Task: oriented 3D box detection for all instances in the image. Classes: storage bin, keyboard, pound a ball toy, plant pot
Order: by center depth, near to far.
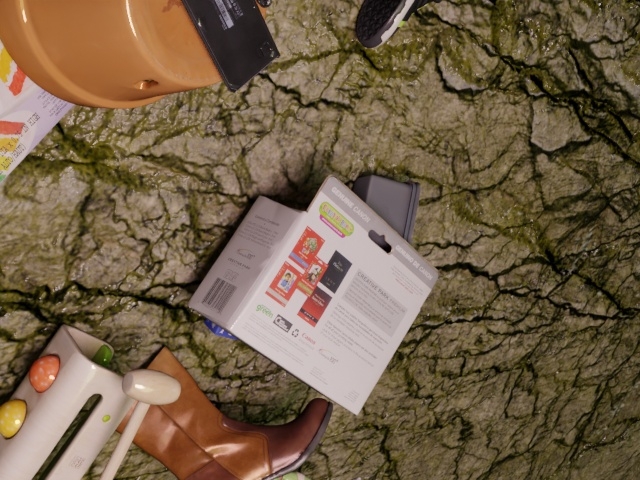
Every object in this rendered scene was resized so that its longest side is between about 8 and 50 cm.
[{"bbox_3d":[-0.099,-0.261,0.938,0.108,0.023,0.180,-44,133,-20],"label":"keyboard"},{"bbox_3d":[-0.198,-0.286,0.992,0.291,0.203,0.290,-19,117,-43],"label":"plant pot"},{"bbox_3d":[-0.362,0.261,1.189,0.136,0.208,0.319,34,92,-40],"label":"pound a ball toy"},{"bbox_3d":[0.093,-0.043,1.421,0.091,0.098,0.135,19,77,-27],"label":"storage bin"}]

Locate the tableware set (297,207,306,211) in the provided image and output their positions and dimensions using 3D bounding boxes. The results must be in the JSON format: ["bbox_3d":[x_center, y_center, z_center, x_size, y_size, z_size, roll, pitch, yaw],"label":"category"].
[{"bbox_3d":[0.000,0.000,1.425,0.141,0.020,0.168,-25,121,-28],"label":"tableware set"}]

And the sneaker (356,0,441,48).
[{"bbox_3d":[0.151,-0.375,1.302,0.097,0.084,0.234,34,91,-41],"label":"sneaker"}]

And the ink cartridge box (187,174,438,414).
[{"bbox_3d":[0.002,0.076,1.343,0.309,0.130,0.271,41,78,-37],"label":"ink cartridge box"}]

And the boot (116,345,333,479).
[{"bbox_3d":[-0.152,0.273,1.354,0.280,0.096,0.264,43,77,3],"label":"boot"}]

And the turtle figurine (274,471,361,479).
[{"bbox_3d":[-0.093,0.484,1.463,0.266,0.275,0.197,87,24,-53],"label":"turtle figurine"}]

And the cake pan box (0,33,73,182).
[{"bbox_3d":[-0.435,-0.170,0.976,0.267,0.070,0.245,-52,132,-21],"label":"cake pan box"}]

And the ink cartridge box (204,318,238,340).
[{"bbox_3d":[-0.080,0.124,1.416,0.207,0.046,0.097,19,100,-38],"label":"ink cartridge box"}]
